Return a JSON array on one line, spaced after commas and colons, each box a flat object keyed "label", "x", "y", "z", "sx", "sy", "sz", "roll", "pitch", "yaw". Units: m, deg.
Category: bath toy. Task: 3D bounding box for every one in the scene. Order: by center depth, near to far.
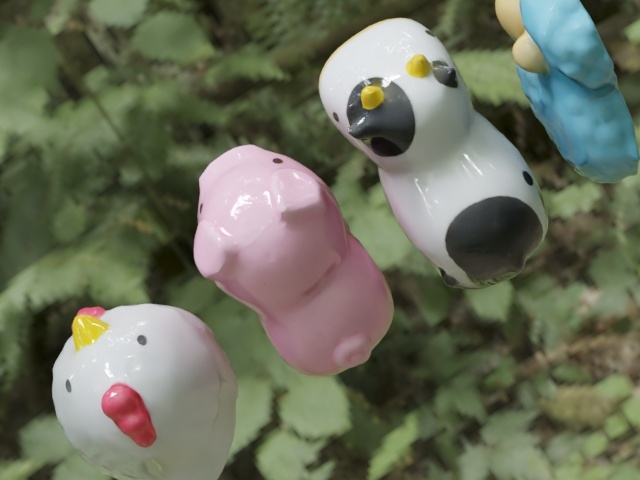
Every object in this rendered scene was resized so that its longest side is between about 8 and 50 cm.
[{"label": "bath toy", "x": 0.000, "y": 0.000, "z": 0.961, "sx": 0.348, "sy": 0.151, "sz": 0.129, "roll": -37, "pitch": -6, "yaw": 2}]
